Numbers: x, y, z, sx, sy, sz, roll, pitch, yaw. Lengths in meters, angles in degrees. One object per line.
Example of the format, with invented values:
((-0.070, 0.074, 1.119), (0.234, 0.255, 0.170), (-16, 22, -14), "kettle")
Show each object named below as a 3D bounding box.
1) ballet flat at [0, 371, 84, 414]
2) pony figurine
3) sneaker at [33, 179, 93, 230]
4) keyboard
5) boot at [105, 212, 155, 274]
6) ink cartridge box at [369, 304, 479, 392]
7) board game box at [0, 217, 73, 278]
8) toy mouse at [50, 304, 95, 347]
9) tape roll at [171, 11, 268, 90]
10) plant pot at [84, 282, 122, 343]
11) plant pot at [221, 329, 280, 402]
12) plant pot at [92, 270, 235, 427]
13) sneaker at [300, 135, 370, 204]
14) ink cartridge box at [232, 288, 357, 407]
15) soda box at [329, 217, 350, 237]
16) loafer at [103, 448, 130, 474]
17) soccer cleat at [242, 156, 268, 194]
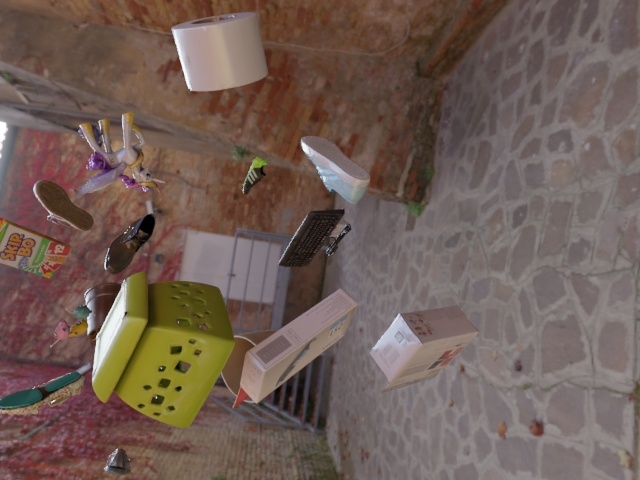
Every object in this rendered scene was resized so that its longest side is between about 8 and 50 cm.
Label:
((-0.836, 0.477, 1.438), (0.091, 0.241, 0.077), (26, 121, 44), "ballet flat")
((-0.898, -0.344, 2.077), (0.303, 0.351, 0.363), (-132, 26, -68), "pony figurine")
((-1.044, -0.138, 1.874), (0.099, 0.153, 0.282), (-65, -29, -25), "sneaker")
((0.000, 0.000, 1.509), (0.317, 0.202, 0.033), (-55, 48, 51), "keyboard")
((-0.589, 0.003, 1.481), (0.106, 0.082, 0.219), (-31, 32, 43), "boot")
((0.338, 0.369, 1.630), (0.130, 0.310, 0.271), (55, 129, 35), "ink cartridge box")
((-0.916, 0.027, 1.476), (0.124, 0.039, 0.259), (-53, -33, -3), "board game box")
((-0.708, 0.238, 1.371), (0.161, 0.031, 0.143), (-48, -14, -41), "toy mouse")
((-0.286, -0.549, 1.377), (0.246, 0.246, 0.169), (-92, -6, -59), "tape roll")
((-0.730, 0.261, 1.650), (0.167, 0.167, 0.165), (105, 155, -46), "plant pot")
((-0.210, 0.455, 1.869), (0.274, 0.257, 0.256), (-16, -59, -55), "plant pot")
((-0.328, 0.207, 0.971), (0.228, 0.207, 0.227), (-59, 29, 12), "plant pot")
((0.031, -0.266, 1.818), (0.366, 0.135, 0.150), (47, 134, 35), "sneaker")
((-0.059, 0.273, 1.125), (0.296, 0.066, 0.261), (-29, -30, -38), "ink cartridge box")
((0.034, -0.058, 1.847), (0.069, 0.074, 0.216), (-54, -19, 17), "soda box")
((-0.736, 0.811, 1.750), (0.267, 0.096, 0.084), (136, 146, -58), "loafer")
((-0.274, -0.262, 1.993), (0.060, 0.072, 0.178), (-68, 4, -64), "soccer cleat")
